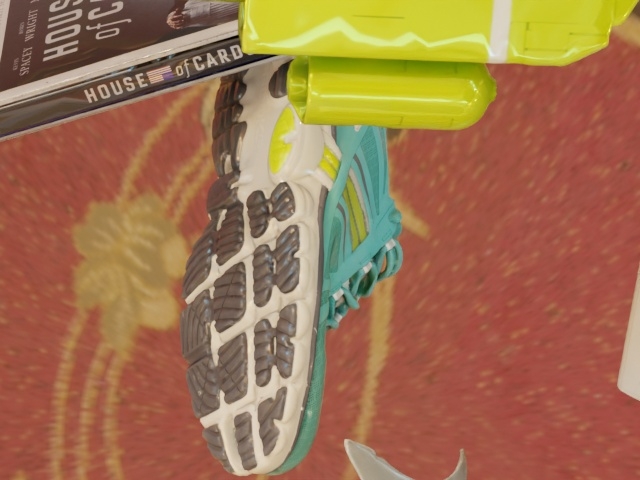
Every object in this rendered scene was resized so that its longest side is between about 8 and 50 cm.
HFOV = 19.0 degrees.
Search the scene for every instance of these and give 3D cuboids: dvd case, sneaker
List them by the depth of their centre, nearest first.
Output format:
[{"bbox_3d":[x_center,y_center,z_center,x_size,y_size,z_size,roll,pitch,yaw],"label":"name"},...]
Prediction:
[{"bbox_3d":[0.000,0.000,1.035,0.110,0.107,0.275,26,59,-30],"label":"sneaker"},{"bbox_3d":[-0.078,-0.143,1.086,0.239,0.179,0.029,-15,126,8],"label":"dvd case"}]

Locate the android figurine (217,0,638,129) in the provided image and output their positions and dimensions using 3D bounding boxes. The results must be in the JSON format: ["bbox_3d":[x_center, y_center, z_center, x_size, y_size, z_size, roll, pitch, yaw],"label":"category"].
[{"bbox_3d":[0.050,-0.170,0.894,0.273,0.056,0.248,-1,110,-7],"label":"android figurine"}]

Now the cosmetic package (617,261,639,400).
[{"bbox_3d":[0.305,-0.061,1.136,0.156,0.385,0.217,26,57,19],"label":"cosmetic package"}]

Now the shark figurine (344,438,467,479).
[{"bbox_3d":[0.026,0.255,1.314,0.116,0.278,0.166,5,60,-7],"label":"shark figurine"}]
